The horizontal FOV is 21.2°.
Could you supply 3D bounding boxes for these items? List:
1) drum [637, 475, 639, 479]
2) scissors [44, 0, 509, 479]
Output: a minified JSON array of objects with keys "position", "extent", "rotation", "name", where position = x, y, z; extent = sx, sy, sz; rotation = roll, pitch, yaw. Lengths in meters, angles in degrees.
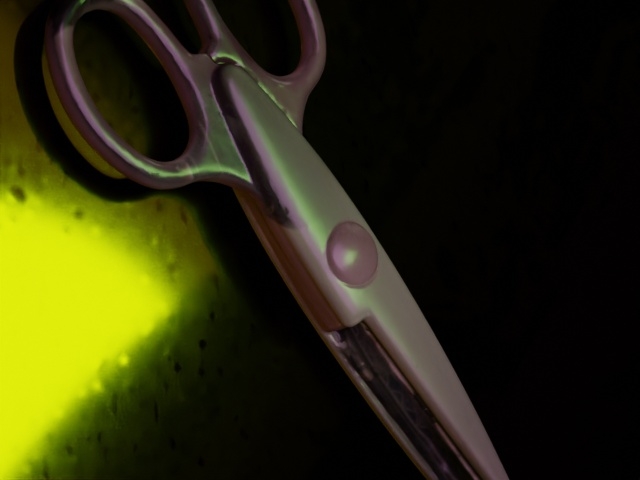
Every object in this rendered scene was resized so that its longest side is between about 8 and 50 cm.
[{"position":[0.275,0.114,0.378],"extent":[0.214,0.431,0.431],"rotation":[44,57,-20],"name":"drum"},{"position":[0.000,0.000,0.440],"extent":[0.085,0.022,0.176],"rotation":[-41,103,-38],"name":"scissors"}]
